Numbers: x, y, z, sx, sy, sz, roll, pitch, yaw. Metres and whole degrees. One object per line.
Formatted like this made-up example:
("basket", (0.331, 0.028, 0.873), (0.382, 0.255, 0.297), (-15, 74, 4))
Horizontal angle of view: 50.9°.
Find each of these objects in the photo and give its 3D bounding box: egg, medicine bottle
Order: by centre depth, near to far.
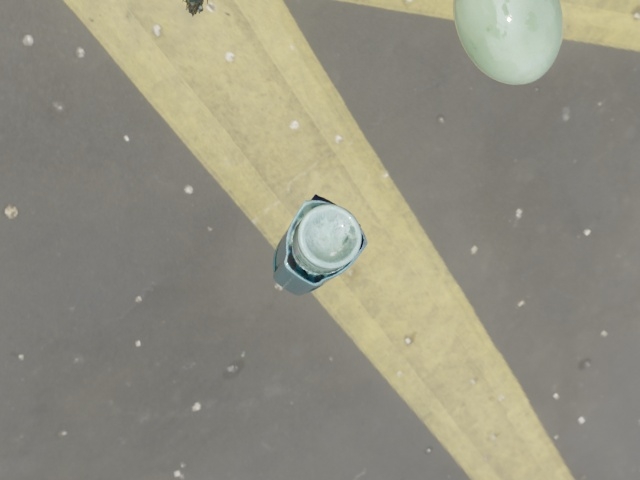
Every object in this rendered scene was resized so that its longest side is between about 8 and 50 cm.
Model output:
("medicine bottle", (0.000, 0.000, 0.758), (0.079, 0.258, 0.124), (36, 81, -2))
("egg", (0.374, -0.449, 1.348), (0.203, 0.203, 0.283), (-23, 94, -10))

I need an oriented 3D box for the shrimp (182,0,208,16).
("shrimp", (-0.268, -0.455, 1.171), (0.150, 0.051, 0.217), (-11, 163, -3))
